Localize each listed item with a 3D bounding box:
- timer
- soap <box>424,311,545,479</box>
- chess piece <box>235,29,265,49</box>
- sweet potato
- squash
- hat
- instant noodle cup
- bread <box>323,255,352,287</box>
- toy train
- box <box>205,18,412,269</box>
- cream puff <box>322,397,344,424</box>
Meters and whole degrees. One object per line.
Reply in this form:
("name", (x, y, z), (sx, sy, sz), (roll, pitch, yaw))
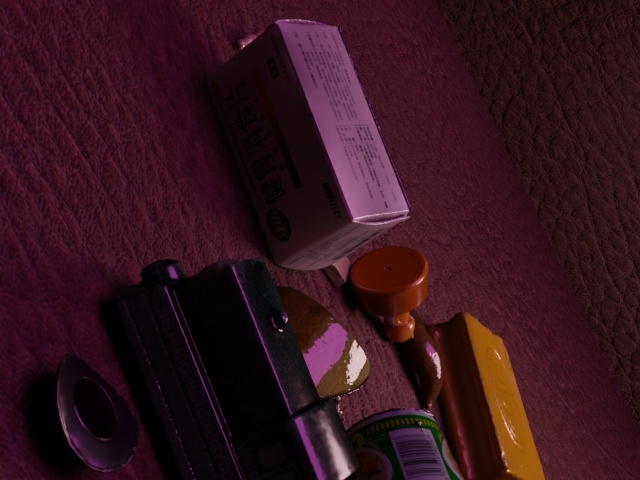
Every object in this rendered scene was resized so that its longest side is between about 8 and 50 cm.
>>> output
("timer", (0.122, 0.106, 1.842), (0.132, 0.132, 0.152), (-80, 162, -55))
("soap", (0.299, 0.305, 2.021), (0.204, 0.096, 0.324), (34, 37, -51))
("chess piece", (-0.117, -0.330, 1.853), (0.035, 0.035, 0.092), (63, 25, -4))
("sweet potato", (0.164, 0.167, 1.917), (0.069, 0.060, 0.249), (95, -23, -67))
("squash", (-0.037, 0.114, 1.359), (0.192, 0.085, 0.184), (29, 22, 23))
("hat", (-0.225, 0.168, 1.049), (0.121, 0.050, 0.121), (48, 24, -29))
("instant noodle cup", (0.115, 0.351, 1.453), (0.207, 0.207, 0.232), (40, 26, -46))
("bread", (0.000, 0.000, 1.766), (0.153, 0.028, 0.068), (55, 25, -24))
("toy train", (-0.087, 0.161, 1.201), (0.138, 0.178, 0.330), (-10, 77, -67))
("box", (-0.018, -0.138, 1.640), (0.145, 0.173, 0.332), (-10, 76, -47))
("cream puff", (-0.022, 0.219, 1.390), (0.133, 0.104, 0.119), (58, 15, -4))
